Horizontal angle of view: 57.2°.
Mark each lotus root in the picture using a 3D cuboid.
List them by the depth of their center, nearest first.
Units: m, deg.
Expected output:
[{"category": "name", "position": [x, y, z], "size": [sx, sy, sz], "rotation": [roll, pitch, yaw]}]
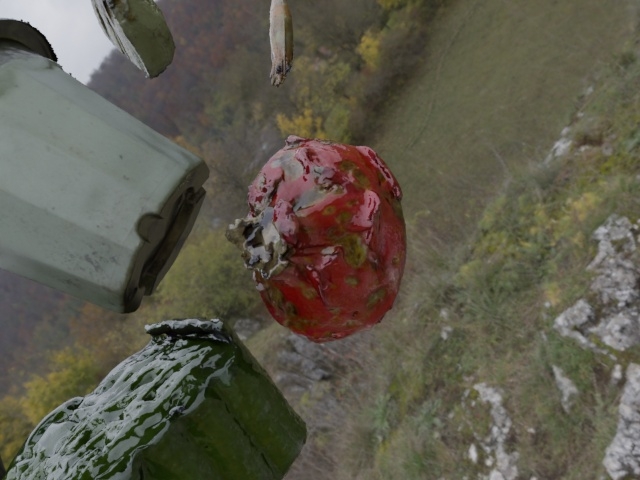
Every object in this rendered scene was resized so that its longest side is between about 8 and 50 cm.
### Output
[{"category": "lotus root", "position": [-0.272, -0.324, 0.842], "size": [0.070, 0.143, 0.144], "rotation": [-39, -19, -14]}]

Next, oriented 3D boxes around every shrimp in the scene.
[{"category": "shrimp", "position": [-0.095, -0.424, 1.278], "size": [0.133, 0.053, 0.235], "rotation": [139, 129, -58]}]

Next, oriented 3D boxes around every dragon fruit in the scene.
[{"category": "dragon fruit", "position": [0.000, 0.000, 0.652], "size": [0.134, 0.212, 0.261], "rotation": [-6, 92, 38]}]

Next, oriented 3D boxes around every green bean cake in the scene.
[{"category": "green bean cake", "position": [-0.221, 0.267, 0.714], "size": [0.319, 0.218, 0.335], "rotation": [-45, 15, -35]}]

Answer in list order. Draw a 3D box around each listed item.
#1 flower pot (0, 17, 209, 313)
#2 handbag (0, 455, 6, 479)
[{"category": "flower pot", "position": [-0.275, -0.056, 0.634], "size": [0.290, 0.259, 0.290], "rotation": [-63, 2, 4]}, {"category": "handbag", "position": [-0.645, 0.364, 0.975], "size": [0.089, 0.254, 0.211], "rotation": [-34, -13, 34]}]
